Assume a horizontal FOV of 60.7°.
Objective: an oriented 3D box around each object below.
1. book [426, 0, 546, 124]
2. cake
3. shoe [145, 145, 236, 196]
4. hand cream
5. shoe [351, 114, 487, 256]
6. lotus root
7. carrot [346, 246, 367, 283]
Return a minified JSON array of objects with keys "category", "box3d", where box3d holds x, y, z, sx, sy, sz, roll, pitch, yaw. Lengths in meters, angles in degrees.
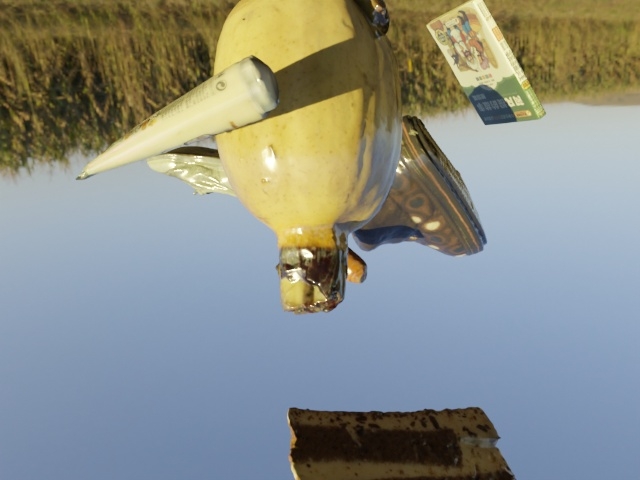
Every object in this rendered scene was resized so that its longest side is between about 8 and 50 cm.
[{"category":"book","box3d":[0.337,-0.359,1.130,0.027,0.264,0.202,-39,-164,-7]},{"category":"cake","box3d":[0.069,0.256,0.572,0.246,0.135,0.112,6,-144,-21]},{"category":"shoe","box3d":[-0.257,-0.149,1.196,0.275,0.098,0.103,12,-162,21]},{"category":"hand cream","box3d":[-0.094,-0.076,0.364,0.143,0.039,0.061,-22,-154,15]},{"category":"shoe","box3d":[0.166,-0.059,1.071,0.237,0.384,0.171,-27,-129,21]},{"category":"lotus root","box3d":[-0.008,-0.088,0.505,0.183,0.309,0.183,-3,174,0]},{"category":"carrot","box3d":[0.000,0.000,0.952,0.216,0.048,0.048,40,-142,25]}]
